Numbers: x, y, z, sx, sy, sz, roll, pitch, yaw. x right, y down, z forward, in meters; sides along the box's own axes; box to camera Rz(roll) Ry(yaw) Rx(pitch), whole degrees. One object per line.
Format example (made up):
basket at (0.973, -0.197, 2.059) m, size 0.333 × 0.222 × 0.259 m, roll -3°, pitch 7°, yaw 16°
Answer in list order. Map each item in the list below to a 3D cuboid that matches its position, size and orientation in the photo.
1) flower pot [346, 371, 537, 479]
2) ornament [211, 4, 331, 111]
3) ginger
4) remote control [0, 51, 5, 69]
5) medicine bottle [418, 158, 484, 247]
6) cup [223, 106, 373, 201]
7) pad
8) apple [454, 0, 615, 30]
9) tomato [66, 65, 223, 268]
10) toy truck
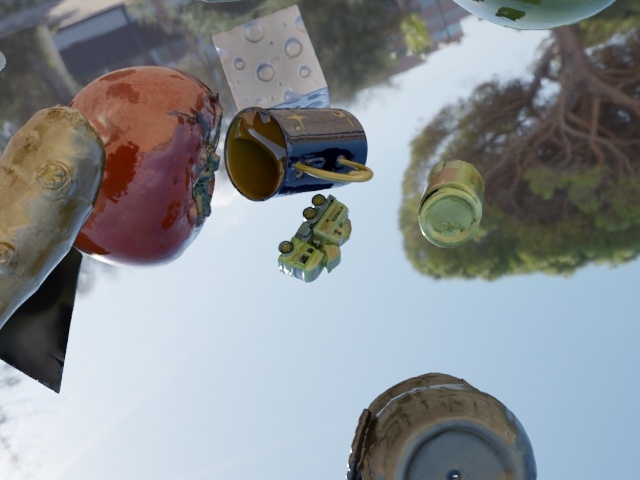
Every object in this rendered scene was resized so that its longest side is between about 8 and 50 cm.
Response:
flower pot at (0.179, 0.364, 1.389) m, size 0.302 × 0.302 × 0.213 m, roll -23°, pitch -178°, yaw -3°
ornament at (-0.125, -0.448, 2.345) m, size 0.239 × 0.240 × 0.240 m, roll -20°, pitch 175°, yaw 1°
ginger at (-0.406, -0.005, 1.098) m, size 0.375 × 0.166 × 0.236 m, roll -47°, pitch -153°, yaw -15°
remote control at (-0.788, -0.428, 1.780) m, size 0.051 × 0.293 × 0.103 m, roll -33°, pitch -155°, yaw 42°
medicine bottle at (0.252, -0.081, 1.671) m, size 0.124 × 0.124 × 0.239 m, roll -16°, pitch -166°, yaw 15°
cup at (-0.016, -0.148, 1.714) m, size 0.256 × 0.255 × 0.178 m, roll -10°, pitch 144°, yaw -46°
pad at (-0.483, 0.086, 1.461) m, size 0.005 × 0.202 × 0.299 m, roll -22°, pitch -133°, yaw 20°
apple at (0.322, -0.490, 1.319) m, size 0.357 × 0.357 × 0.357 m, roll -19°, pitch -162°, yaw 7°
tomato at (-0.309, -0.124, 1.437) m, size 0.273 × 0.341 × 0.341 m, roll 10°, pitch -158°, yaw 3°
toy truck at (0.000, 0.000, 1.817) m, size 0.116 × 0.085 × 0.191 m, roll 27°, pitch -114°, yaw 15°
